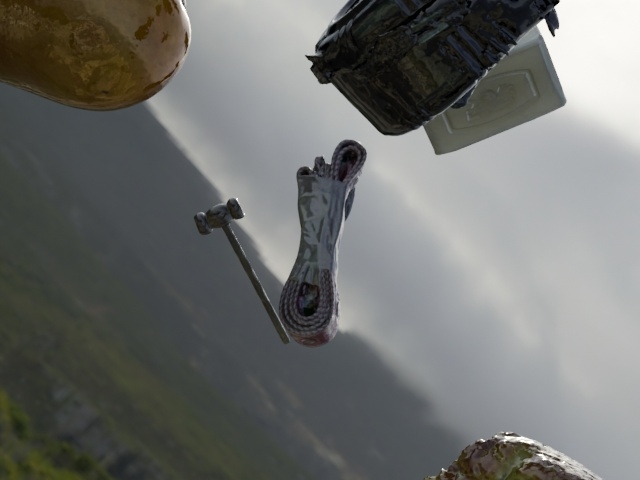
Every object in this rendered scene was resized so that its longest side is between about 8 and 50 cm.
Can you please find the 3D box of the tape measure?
[{"bbox_3d":[0.085,-0.160,1.015,0.112,0.186,0.199,47,11,-9],"label":"tape measure"}]

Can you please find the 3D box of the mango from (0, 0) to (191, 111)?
[{"bbox_3d":[-0.238,-0.219,1.358,0.254,0.175,0.139,21,-24,24],"label":"mango"}]

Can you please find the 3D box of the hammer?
[{"bbox_3d":[-0.087,0.050,1.809,0.292,0.058,0.029,66,0,-49],"label":"hammer"}]

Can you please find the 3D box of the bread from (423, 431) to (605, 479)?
[{"bbox_3d":[0.146,0.189,0.800,0.132,0.103,0.172,46,-2,-31],"label":"bread"}]

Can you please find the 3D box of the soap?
[{"bbox_3d":[0.210,-0.196,1.820,0.064,0.183,0.121,-103,167,-48],"label":"soap"}]

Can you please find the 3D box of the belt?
[{"bbox_3d":[0.000,0.000,1.530,0.071,0.232,0.053,6,-22,13],"label":"belt"}]
